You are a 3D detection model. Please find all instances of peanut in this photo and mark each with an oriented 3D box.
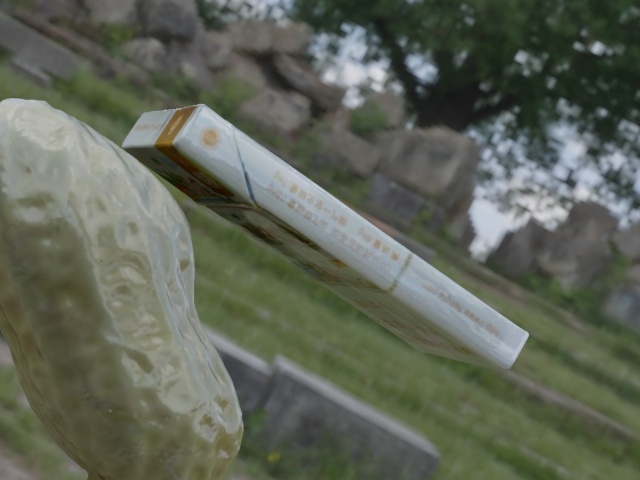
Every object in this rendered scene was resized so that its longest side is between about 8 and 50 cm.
[{"bbox_3d":[-0.147,0.048,1.004,0.313,0.152,0.152,67,-12,-11],"label":"peanut"}]

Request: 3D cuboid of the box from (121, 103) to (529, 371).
[{"bbox_3d":[0.000,-0.001,0.815,0.220,0.032,0.122,35,-10,-19],"label":"box"}]
